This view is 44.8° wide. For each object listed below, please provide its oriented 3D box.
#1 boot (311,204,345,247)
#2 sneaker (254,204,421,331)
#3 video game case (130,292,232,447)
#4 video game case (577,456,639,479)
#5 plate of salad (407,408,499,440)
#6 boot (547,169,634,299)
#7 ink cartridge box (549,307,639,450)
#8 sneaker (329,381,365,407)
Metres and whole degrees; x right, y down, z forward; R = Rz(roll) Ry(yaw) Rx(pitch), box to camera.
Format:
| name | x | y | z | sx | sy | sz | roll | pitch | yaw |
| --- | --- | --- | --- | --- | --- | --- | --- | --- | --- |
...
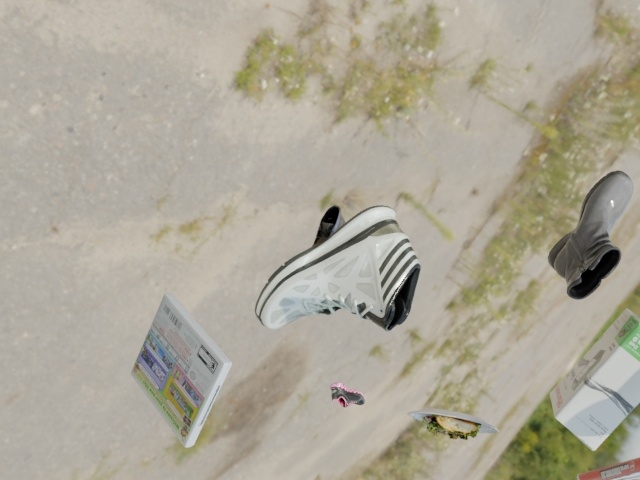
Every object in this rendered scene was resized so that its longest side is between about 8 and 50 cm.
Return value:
| name | x | y | z | sx | sy | sz | roll | pitch | yaw |
| --- | --- | --- | --- | --- | --- | --- | --- | --- | --- |
| boot | 0.000 | 0.000 | 2.094 | 0.219 | 0.082 | 0.106 | -52 | 144 | -38 |
| sneaker | 0.046 | 0.139 | 1.870 | 0.447 | 0.258 | 0.169 | -39 | 151 | 19 |
| video game case | -0.260 | 0.235 | 1.424 | 0.023 | 0.212 | 0.193 | 3 | 120 | -48 |
| video game case | 0.584 | 0.370 | 1.295 | 0.203 | 0.025 | 0.285 | -4 | 157 | -12 |
| plate of salad | 0.284 | 0.402 | 1.677 | 0.200 | 0.199 | 0.048 | 63 | 36 | -67 |
| boot | 0.754 | -0.009 | 2.068 | 0.223 | 0.118 | 0.338 | -92 | -152 | -70 |
| ink cartridge box | 0.671 | 0.316 | 1.794 | 0.289 | 0.121 | 0.211 | -52 | 172 | 12 |
| sneaker | 0.070 | 0.417 | 2.039 | 0.119 | 0.057 | 0.047 | 29 | 132 | -31 |
